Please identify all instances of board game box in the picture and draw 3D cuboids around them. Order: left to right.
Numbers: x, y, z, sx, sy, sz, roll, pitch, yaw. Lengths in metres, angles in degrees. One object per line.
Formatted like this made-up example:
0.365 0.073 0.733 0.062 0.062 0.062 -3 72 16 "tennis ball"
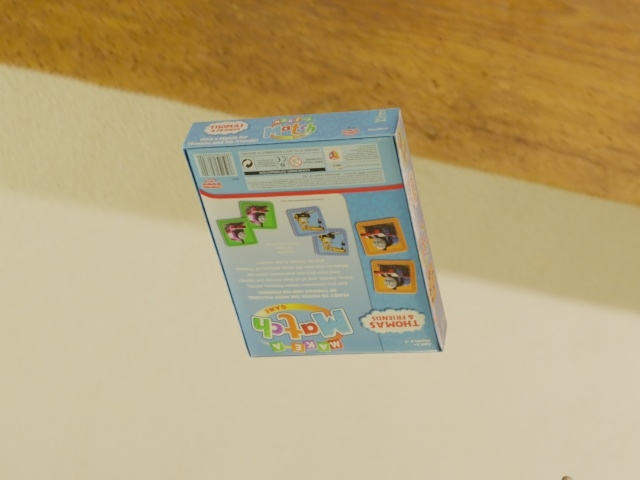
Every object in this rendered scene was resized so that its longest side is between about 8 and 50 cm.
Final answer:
0.000 0.000 1.248 0.160 0.039 0.211 -3 -52 15 "board game box"

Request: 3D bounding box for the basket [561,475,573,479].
0.009 0.196 0.590 0.227 0.204 0.154 -21 -86 9 "basket"
